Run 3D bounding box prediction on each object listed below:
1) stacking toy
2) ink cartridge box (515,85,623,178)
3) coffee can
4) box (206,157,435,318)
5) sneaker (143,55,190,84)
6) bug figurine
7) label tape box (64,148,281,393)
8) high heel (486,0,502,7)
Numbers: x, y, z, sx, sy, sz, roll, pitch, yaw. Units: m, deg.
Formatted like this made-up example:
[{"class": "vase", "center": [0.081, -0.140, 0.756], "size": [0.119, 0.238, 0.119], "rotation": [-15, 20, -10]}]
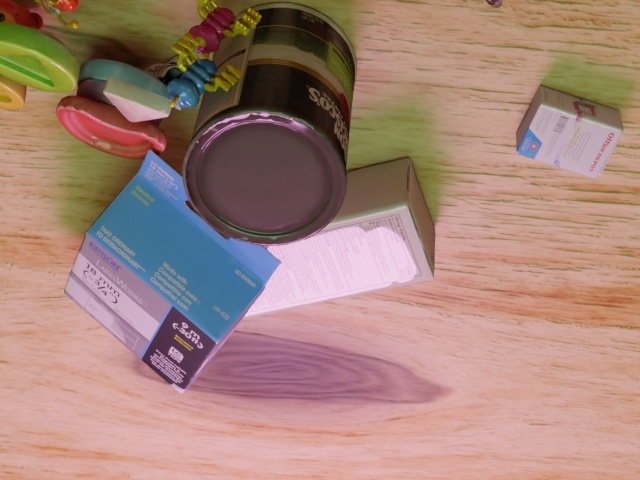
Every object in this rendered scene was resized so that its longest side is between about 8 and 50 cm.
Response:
[{"class": "stacking toy", "center": [-0.318, -0.234, 1.794], "size": [0.309, 0.130, 0.279], "rotation": [23, 163, -17]}, {"class": "ink cartridge box", "center": [0.340, -0.148, 1.896], "size": [0.122, 0.052, 0.088], "rotation": [18, 127, -7]}, {"class": "coffee can", "center": [-0.059, -0.155, 1.787], "size": [0.201, 0.275, 0.202], "rotation": [2, 128, 3]}, {"class": "box", "center": [0.000, 0.000, 1.995], "size": [0.311, 0.121, 0.148], "rotation": [-12, 125, 14]}, {"class": "sneaker", "center": [-0.216, -0.226, 1.898], "size": [0.083, 0.037, 0.032], "rotation": [-25, 123, 23]}, {"class": "bug figurine", "center": [-0.205, -0.278, 1.725], "size": [0.279, 0.216, 0.072], "rotation": [39, 136, 3]}, {"class": "label tape box", "center": [-0.219, 0.053, 1.943], "size": [0.240, 0.106, 0.334], "rotation": [40, 149, 2]}, {"class": "high heel", "center": [0.157, -0.409, 1.714], "size": [0.186, 0.093, 0.261], "rotation": [13, 138, 18]}]
